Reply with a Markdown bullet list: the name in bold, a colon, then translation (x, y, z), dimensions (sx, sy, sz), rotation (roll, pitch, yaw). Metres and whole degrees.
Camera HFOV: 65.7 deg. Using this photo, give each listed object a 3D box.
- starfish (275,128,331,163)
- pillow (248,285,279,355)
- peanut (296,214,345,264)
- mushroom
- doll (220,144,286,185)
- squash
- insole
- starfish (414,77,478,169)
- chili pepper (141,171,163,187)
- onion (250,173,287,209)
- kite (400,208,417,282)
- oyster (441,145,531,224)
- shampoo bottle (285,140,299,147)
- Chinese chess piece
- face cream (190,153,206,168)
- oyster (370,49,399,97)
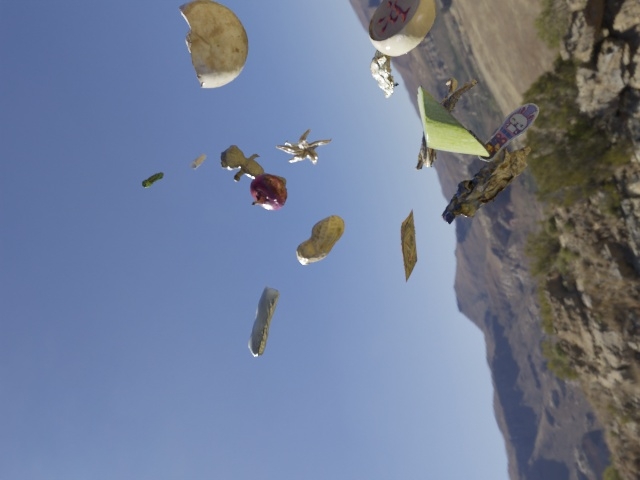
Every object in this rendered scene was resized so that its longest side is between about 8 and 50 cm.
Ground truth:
- **starfish**: translation (-0.076, -0.449, 2.441), dimensions (0.235, 0.277, 0.062), rotation (78, -178, -59)
- **pillow**: translation (-0.191, 0.266, 1.642), dimensions (0.051, 0.128, 0.229), rotation (16, -90, -24)
- **peanut**: translation (0.000, 0.000, 2.474), dimensions (0.147, 0.305, 0.147), rotation (34, -167, -9)
- **mushroom**: translation (-0.320, -0.613, 1.537), dimensions (0.195, 0.189, 0.253), rotation (-116, 18, -56)
- **doll**: translation (-0.286, -0.308, 2.123), dimensions (0.091, 0.286, 0.202), rotation (124, 148, -59)
- **squash**: translation (0.340, -0.304, 1.285), dimensions (0.237, 0.155, 0.204), rotation (-36, -64, -75)
- **insole**: translation (0.511, -0.296, 1.358), dimensions (0.065, 0.197, 0.004), rotation (52, -155, 17)
- **starfish**: translation (0.462, -0.469, 1.886), dimensions (0.082, 0.432, 0.324), rotation (27, 177, -2)
- **chili pepper**: translation (-0.587, -0.210, 1.728), dimensions (0.030, 0.034, 0.091), rotation (54, -130, -9)
- **onion**: translation (-0.204, -0.164, 1.829), dimensions (0.150, 0.150, 0.140), rotation (60, -144, -22)
- **kite**: translation (0.423, 0.030, 2.341), dimensions (0.327, 0.013, 0.377), rotation (48, -134, -54)
- **oyster**: translation (0.544, -0.188, 1.641), dimensions (0.096, 0.361, 0.221), rotation (46, -160, -15)
- **shampoo bottle**: translation (-0.111, -0.477, 2.564), dimensions (0.152, 0.045, 0.077), rotation (27, -178, -16)
- **Chinese chess piece**: translation (0.285, -0.772, 1.739), dimensions (0.103, 0.250, 0.249), rotation (26, -138, -39)
- **face cream**: translation (-0.581, -0.382, 2.374), dimensions (0.034, 0.034, 0.130), rotation (59, -154, -23)
- **oyster**: translation (0.253, -0.732, 2.022), dimensions (0.201, 0.107, 0.354), rotation (-90, -13, -45)
